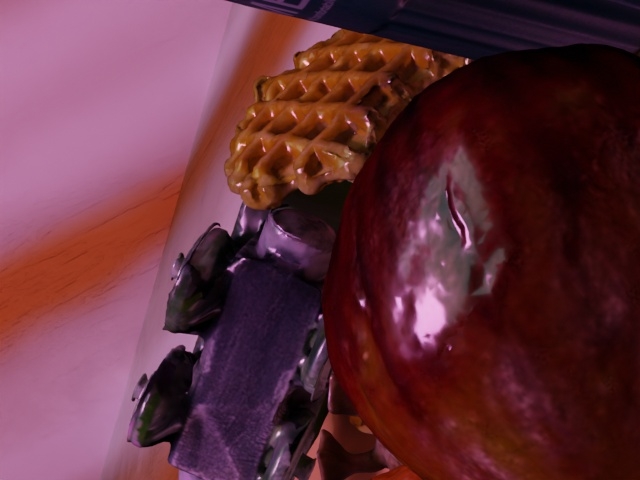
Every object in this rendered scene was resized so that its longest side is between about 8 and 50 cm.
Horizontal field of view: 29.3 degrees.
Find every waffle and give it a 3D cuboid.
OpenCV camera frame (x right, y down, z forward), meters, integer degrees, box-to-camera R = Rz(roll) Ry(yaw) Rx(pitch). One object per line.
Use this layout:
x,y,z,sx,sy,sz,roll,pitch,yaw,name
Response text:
0.032,-0.128,1.046,0.291,0.051,0.291,-28,25,14,waffle

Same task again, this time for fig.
0.108,0.020,0.614,0.224,0.224,0.263,118,159,-46,fig

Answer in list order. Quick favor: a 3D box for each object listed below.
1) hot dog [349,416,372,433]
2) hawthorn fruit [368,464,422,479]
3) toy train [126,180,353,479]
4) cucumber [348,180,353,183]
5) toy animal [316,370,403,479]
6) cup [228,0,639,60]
0.085,0.042,0.960,0.083,0.068,0.289,-59,-11,-55,hot dog
0.060,0.210,0.714,0.173,0.173,0.179,-111,30,-65,hawthorn fruit
-0.046,0.087,1.110,0.249,0.173,0.307,-51,-17,-62,toy train
0.003,0.001,1.327,0.078,0.062,0.211,44,120,33,cucumber
0.096,0.124,0.785,0.188,0.179,0.089,53,-143,-58,toy animal
0.084,-0.242,0.748,0.308,0.292,0.242,167,115,-73,cup
